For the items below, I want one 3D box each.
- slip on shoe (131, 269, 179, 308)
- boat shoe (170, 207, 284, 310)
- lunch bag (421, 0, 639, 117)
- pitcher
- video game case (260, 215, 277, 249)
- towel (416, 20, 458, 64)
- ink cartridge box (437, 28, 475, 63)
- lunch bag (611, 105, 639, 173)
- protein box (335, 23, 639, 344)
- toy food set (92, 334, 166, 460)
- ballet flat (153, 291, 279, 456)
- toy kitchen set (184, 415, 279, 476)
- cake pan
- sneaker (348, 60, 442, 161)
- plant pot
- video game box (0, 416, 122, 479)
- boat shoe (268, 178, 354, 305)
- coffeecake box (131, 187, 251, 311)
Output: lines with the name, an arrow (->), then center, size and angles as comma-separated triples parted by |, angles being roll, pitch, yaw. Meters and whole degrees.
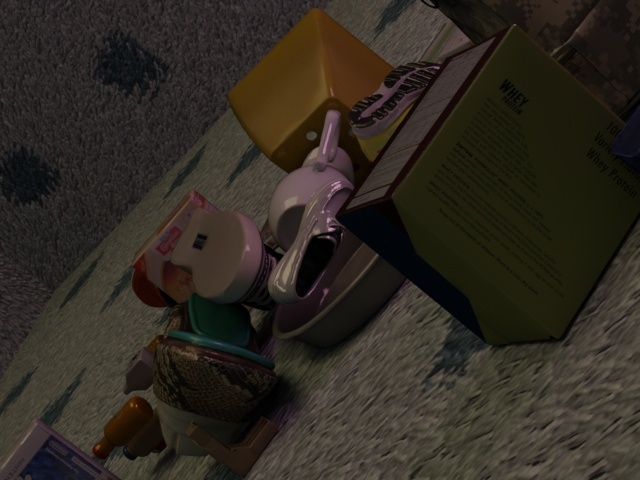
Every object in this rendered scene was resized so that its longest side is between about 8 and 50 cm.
slip on shoe -> -0.261, 0.075, 2.663 | 0.331, 0.123, 0.101 | -19, 37, 58
boat shoe -> -0.091, 0.039, 2.041 | 0.127, 0.158, 0.340 | -62, 18, 2
lunch bag -> 0.274, -0.307, 1.579 | 0.305, 0.256, 0.212 | -51, 13, -3
pitcher -> -0.002, -0.077, 2.105 | 0.207, 0.125, 0.178 | -68, -17, -63
video game case -> -0.036, -0.070, 2.491 | 0.183, 0.023, 0.201 | -42, 16, 34
towel -> 0.205, -0.306, 2.346 | 0.113, 0.023, 0.152 | -56, 16, -11
ink cartridge box -> 0.252, -0.290, 2.010 | 0.127, 0.072, 0.175 | -55, 13, -19
lunch bag -> 0.310, -0.095, 1.292 | 0.098, 0.065, 0.067 | -55, 14, 4
protein box -> 0.163, -0.045, 1.349 | 0.201, 0.200, 0.136 | -55, 14, -18
toy food set -> -0.250, 0.240, 2.157 | 0.104, 0.111, 0.232 | -46, 16, 19
ballet flat -> -0.149, 0.187, 1.947 | 0.483, 0.164, 0.182 | -135, 63, -83
toy kitchen set -> -0.111, 0.227, 1.785 | 0.075, 0.083, 0.068 | -53, 14, -10
cake pan -> 0.052, 0.021, 1.872 | 0.293, 0.054, 0.293 | -47, 13, 15
sneaker -> 0.122, -0.187, 2.167 | 0.208, 0.094, 0.081 | -36, 40, -29
plant pot -> 0.007, -0.184, 2.278 | 0.212, 0.212, 0.187 | -42, 31, 22
video game box -> -0.350, 0.365, 1.942 | 0.187, 0.205, 0.048 | -52, 14, -2
boat shoe -> 0.000, 0.000, 1.854 | 0.063, 0.066, 0.184 | -1, 47, 55
coffeecake box -> -0.174, 0.036, 2.300 | 0.142, 0.185, 0.068 | -48, 13, 12
